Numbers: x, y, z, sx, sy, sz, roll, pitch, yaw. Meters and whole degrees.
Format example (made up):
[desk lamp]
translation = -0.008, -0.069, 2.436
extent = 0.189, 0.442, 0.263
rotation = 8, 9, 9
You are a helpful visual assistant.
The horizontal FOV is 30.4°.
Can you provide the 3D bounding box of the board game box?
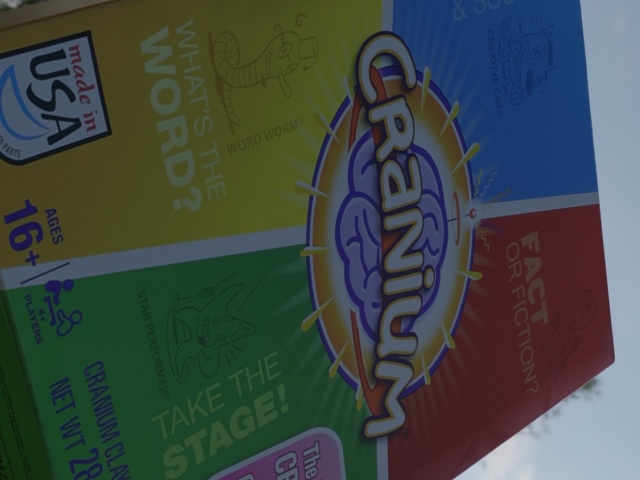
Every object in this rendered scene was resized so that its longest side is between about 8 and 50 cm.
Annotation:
[board game box]
translation = 0.000, 0.000, 0.487
extent = 0.064, 0.316, 0.242
rotation = 9, -63, 46
